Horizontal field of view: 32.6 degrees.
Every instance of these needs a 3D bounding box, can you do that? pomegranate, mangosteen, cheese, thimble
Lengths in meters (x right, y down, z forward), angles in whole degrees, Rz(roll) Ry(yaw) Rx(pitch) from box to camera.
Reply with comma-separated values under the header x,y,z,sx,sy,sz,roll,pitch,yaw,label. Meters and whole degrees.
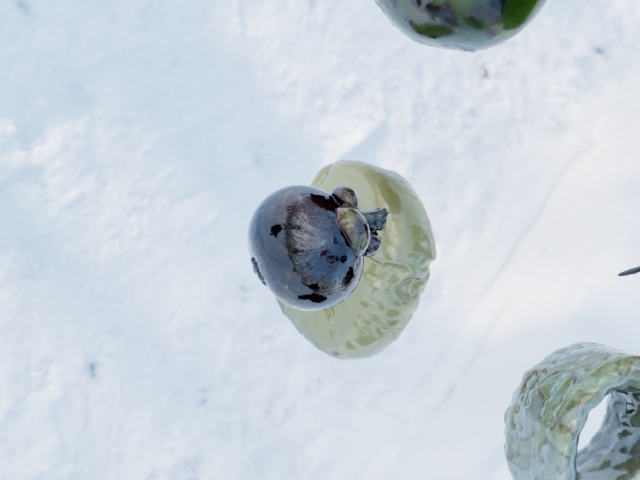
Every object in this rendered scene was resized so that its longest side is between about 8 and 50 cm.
x,y,z,sx,sy,sz,roll,pitch,yaw,label
0.144,-0.300,1.184,0.211,0.263,0.211,1,84,-7,pomegranate
0.000,0.000,1.031,0.140,0.140,0.140,21,62,-46,mangosteen
0.042,0.019,1.277,0.117,0.214,0.226,9,30,-37,cheese
0.268,0.195,1.101,0.137,0.143,0.190,34,85,-13,thimble

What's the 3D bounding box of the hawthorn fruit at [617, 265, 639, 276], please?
x,y,z,sx,sy,sz,roll,pitch,yaw,label
0.476,-0.039,1.265,0.254,0.300,0.254,53,21,-30,hawthorn fruit
